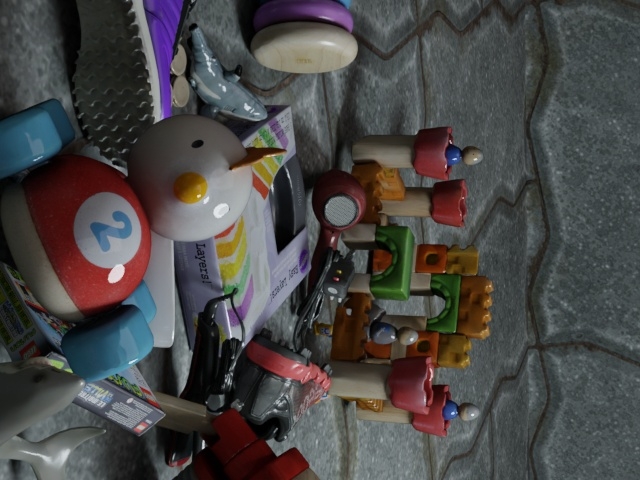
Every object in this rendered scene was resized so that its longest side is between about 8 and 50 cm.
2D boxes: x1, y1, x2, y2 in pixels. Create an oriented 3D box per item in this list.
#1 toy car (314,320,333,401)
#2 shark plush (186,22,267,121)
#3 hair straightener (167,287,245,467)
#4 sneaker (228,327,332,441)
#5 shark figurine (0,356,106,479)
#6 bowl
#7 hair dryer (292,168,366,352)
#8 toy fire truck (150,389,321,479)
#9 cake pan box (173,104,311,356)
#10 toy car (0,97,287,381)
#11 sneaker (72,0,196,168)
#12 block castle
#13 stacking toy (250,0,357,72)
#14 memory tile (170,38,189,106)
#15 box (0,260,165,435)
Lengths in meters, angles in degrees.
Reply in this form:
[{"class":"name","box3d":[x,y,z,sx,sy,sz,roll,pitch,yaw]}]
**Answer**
[{"class":"toy car","box3d":[0.002,0.189,1.654,0.060,0.041,0.122,-15,107,-67]},{"class":"shark plush","box3d":[-0.117,-0.203,1.287,0.073,0.067,0.161,-66,149,-41]},{"class":"hair straightener","box3d":[-0.116,0.168,1.251,0.047,0.089,0.230,4,102,-56]},{"class":"sneaker","box3d":[-0.057,0.203,1.450,0.135,0.098,0.276,-64,166,-7]},{"class":"shark figurine","box3d":[-0.275,0.180,0.905,0.278,0.166,0.116,106,-13,-63]},{"class":"bowl","box3d":[-0.191,0.033,1.089,0.053,0.142,0.141,-2,98,-24]},{"class":"hair dryer","box3d":[0.000,0.000,1.582,0.223,0.080,0.293,125,-17,-53]},{"class":"toy fire truck","box3d":[-0.144,0.269,1.181,0.246,0.217,0.158,52,21,11]},{"class":"cake pan box","box3d":[-0.097,-0.020,1.361,0.267,0.070,0.245,-47,137,-57]},{"class":"toy car","box3d":[-0.140,-0.039,0.925,0.210,0.238,0.219,-126,-168,-77]},{"class":"sneaker","box3d":[-0.172,-0.221,1.084,0.146,0.102,0.293,-30,121,-54]},{"class":"block castle","box3d":[0.160,0.073,1.740,0.303,0.213,0.453,56,38,-66]},{"class":"stacking toy","box3d":[-0.021,-0.398,1.434,0.141,0.141,0.330,17,71,-67]},{"class":"memory tile","box3d":[-0.188,-0.193,1.190,0.148,0.012,0.113,-35,124,-62]},{"class":"box","box3d":[-0.229,0.105,1.005,0.036,0.114,0.207,-39,149,1]}]
